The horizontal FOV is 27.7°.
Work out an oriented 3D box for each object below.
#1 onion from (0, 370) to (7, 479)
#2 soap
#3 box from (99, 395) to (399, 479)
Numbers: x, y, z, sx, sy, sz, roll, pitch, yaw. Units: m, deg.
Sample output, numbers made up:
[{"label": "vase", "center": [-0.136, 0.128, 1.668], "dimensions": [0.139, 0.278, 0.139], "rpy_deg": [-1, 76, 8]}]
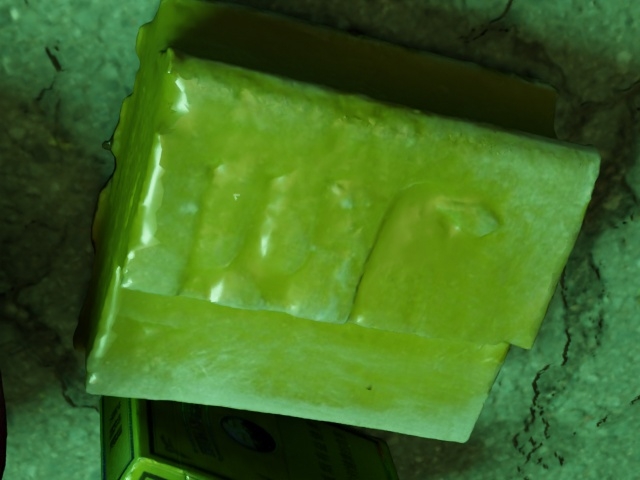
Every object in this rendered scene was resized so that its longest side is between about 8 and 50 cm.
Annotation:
[{"label": "onion", "center": [-0.331, 0.133, 0.776], "dimensions": [0.347, 0.348, 0.385], "rpy_deg": [-22, 157, 2]}, {"label": "soap", "center": [0.000, 0.000, 0.834], "dimensions": [0.281, 0.143, 0.259], "rpy_deg": [8, 118, -19]}, {"label": "box", "center": [-0.044, 0.165, 0.903], "dimensions": [0.220, 0.141, 0.064], "rpy_deg": [23, 112, -19]}]
